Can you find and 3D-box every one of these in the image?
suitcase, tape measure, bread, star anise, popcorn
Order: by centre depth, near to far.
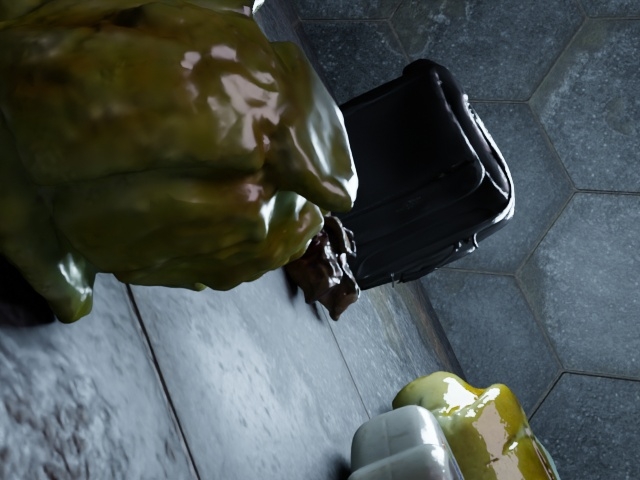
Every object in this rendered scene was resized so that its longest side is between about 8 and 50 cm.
[{"bbox_3d":[-0.108,-0.085,0.514,0.276,0.226,0.276,-23,90,-81],"label":"popcorn"},{"bbox_3d":[0.121,0.339,0.857,0.265,0.130,0.258,-84,149,-79],"label":"tape measure"},{"bbox_3d":[0.002,0.006,1.126,0.214,0.099,0.219,7,57,-65],"label":"star anise"},{"bbox_3d":[0.252,0.357,1.193,0.300,0.210,0.341,46,20,-62],"label":"bread"},{"bbox_3d":[0.134,-0.099,1.320,0.339,0.345,0.188,66,7,14],"label":"suitcase"}]
